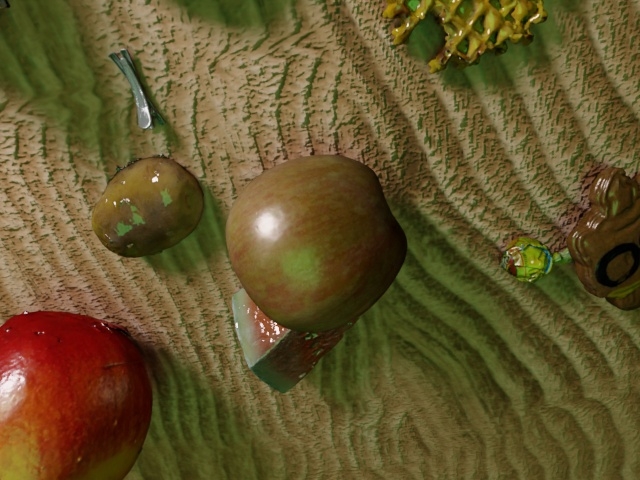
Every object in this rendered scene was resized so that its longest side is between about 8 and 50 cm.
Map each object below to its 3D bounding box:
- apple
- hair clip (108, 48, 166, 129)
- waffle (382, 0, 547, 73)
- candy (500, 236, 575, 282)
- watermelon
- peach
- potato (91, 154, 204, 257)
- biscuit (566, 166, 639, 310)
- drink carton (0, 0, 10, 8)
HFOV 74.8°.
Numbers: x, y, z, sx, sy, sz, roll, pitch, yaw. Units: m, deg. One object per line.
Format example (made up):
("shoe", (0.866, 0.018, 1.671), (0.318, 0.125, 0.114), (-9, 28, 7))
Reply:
("apple", (0.000, 0.000, 0.619), (0.233, 0.257, 0.257), (-24, 118, 10))
("hair clip", (-0.269, -0.217, 0.611), (0.030, 0.039, 0.115), (-18, 117, 3))
("waffle", (0.192, -0.342, 0.539), (0.231, 0.051, 0.229), (-13, 117, 6))
("candy", (0.456, 0.031, 0.757), (0.262, 0.073, 0.077), (-2, 98, -7))
("watermelon", (-0.031, 0.145, 0.794), (0.256, 0.140, 0.193), (-32, 124, 8))
("peach", (-0.485, 0.304, 0.753), (0.370, 0.370, 0.370), (0, 120, -1))
("potato", (-0.291, -0.045, 0.688), (0.200, 0.081, 0.164), (-35, 114, 15))
("biscuit", (0.532, 0.001, 0.716), (0.208, 0.041, 0.290), (-37, 114, -2))
("drink carton", (-0.511, -0.393, 0.414), (0.132, 0.194, 0.325), (-10, 120, 7))
